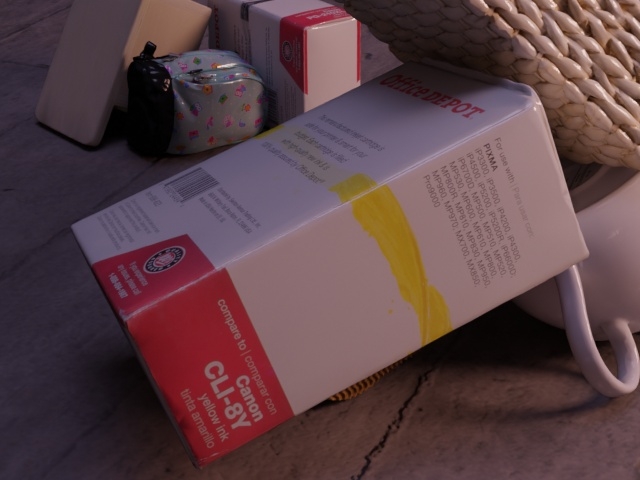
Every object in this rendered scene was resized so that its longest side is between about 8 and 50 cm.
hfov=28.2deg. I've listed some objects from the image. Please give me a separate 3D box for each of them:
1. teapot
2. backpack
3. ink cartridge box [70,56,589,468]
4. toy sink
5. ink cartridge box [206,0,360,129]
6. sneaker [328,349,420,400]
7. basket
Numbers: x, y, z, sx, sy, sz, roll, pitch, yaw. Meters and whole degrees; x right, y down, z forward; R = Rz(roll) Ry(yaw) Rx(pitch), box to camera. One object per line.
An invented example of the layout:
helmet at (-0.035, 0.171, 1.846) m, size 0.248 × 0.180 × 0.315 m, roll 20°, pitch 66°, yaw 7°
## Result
teapot at (0.292, 0.014, 1.262) m, size 0.256 × 0.187 × 0.252 m, roll -35°, pitch 15°, yaw -10°
backpack at (-0.162, -0.186, 1.707) m, size 0.182 × 0.152 × 0.115 m, roll -14°, pitch 46°, yaw -31°
ink cartridge box at (0.000, 0.000, 1.142) m, size 0.384 × 0.160 × 0.279 m, roll -28°, pitch 22°, yaw -9°
toy sink at (-0.274, -0.246, 1.785) m, size 0.153 × 0.234 × 0.131 m, roll 26°, pitch 8°, yaw 42°
ink cartridge box at (-0.053, -0.252, 1.775) m, size 0.100 × 0.172 × 0.237 m, roll -19°, pitch 32°, yaw -32°
sneaker at (0.024, 0.098, 1.225) m, size 0.084 × 0.070 × 0.185 m, roll 13°, pitch 23°, yaw 42°
basket at (0.223, -0.261, 1.218) m, size 0.266 × 0.328 × 0.331 m, roll -53°, pitch 18°, yaw -6°
